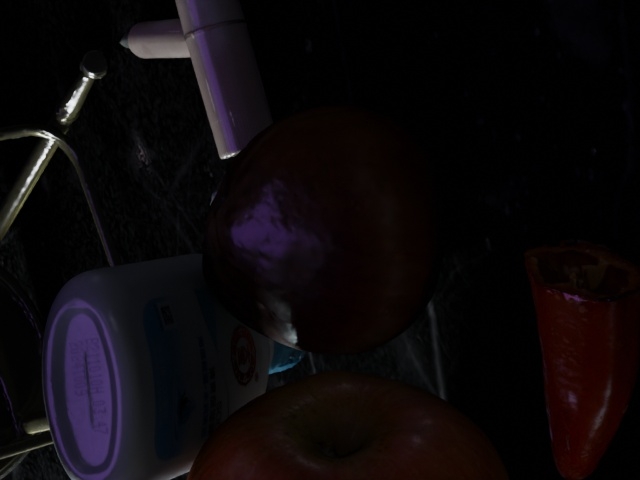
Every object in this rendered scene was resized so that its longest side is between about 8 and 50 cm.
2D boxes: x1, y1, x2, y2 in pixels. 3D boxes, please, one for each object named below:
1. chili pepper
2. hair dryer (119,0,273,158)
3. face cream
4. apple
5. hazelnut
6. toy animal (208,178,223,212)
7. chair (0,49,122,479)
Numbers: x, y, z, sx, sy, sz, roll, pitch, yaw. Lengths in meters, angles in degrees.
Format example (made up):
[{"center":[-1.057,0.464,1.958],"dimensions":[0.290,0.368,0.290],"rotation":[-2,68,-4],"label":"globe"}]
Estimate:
[{"center":[0.169,0.090,1.180],"dimensions":[0.088,0.065,0.169],"rotation":[36,136,49],"label":"chili pepper"},{"center":[-0.123,-0.153,1.563],"dimensions":[0.220,0.054,0.195],"rotation":[-18,88,61],"label":"hair dryer"},{"center":[-0.098,0.092,1.384],"dimensions":[0.080,0.337,0.163],"rotation":[-4,92,22],"label":"face cream"},{"center":[0.018,0.228,1.315],"dimensions":[0.242,0.242,0.241],"rotation":[35,135,48],"label":"apple"},{"center":[0.000,0.000,1.312],"dimensions":[0.204,0.178,0.178],"rotation":[-37,71,60],"label":"hazelnut"},{"center":[-0.039,-0.034,1.435],"dimensions":[0.098,0.098,0.137],"rotation":[54,144,32],"label":"toy animal"},{"center":[-0.376,0.083,1.807],"dimensions":[0.410,0.362,0.364],"rotation":[-38,70,62],"label":"chair"}]
